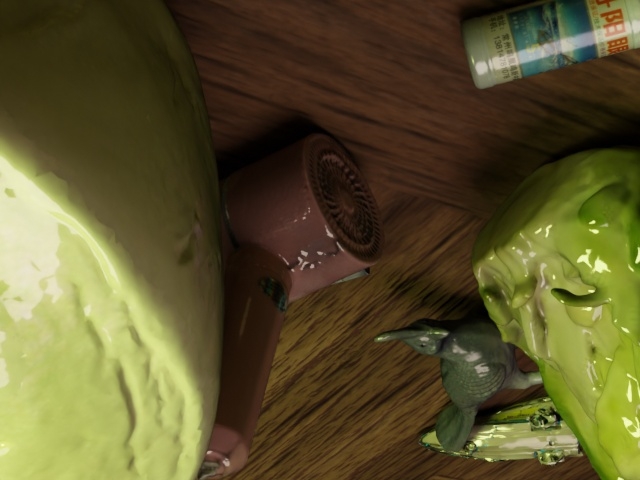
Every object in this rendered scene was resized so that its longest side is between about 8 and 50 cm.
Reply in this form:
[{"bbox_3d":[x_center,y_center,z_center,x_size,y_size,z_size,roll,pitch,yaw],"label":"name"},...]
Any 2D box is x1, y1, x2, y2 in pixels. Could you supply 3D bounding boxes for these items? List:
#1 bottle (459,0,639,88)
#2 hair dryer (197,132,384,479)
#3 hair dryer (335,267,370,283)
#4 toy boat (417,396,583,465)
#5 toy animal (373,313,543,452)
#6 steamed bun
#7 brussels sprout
[{"bbox_3d":[0.220,-0.173,1.052,0.217,0.060,0.060,-15,145,9],"label":"bottle"},{"bbox_3d":[-0.080,0.069,1.099,0.210,0.352,0.125,-25,118,25],"label":"hair dryer"},{"bbox_3d":[0.000,0.000,1.285,0.063,0.037,0.114,-15,137,13],"label":"hair dryer"},{"bbox_3d":[0.222,0.239,1.651,0.210,0.066,0.084,-6,113,13],"label":"toy boat"},{"bbox_3d":[0.192,0.136,1.479,0.206,0.081,0.367,-18,152,7],"label":"toy animal"},{"bbox_3d":[-0.215,-0.031,0.880,0.290,0.371,0.456,-23,133,7],"label":"steamed bun"},{"bbox_3d":[0.319,0.072,1.229,0.371,0.315,0.276,49,153,-13],"label":"brussels sprout"}]
